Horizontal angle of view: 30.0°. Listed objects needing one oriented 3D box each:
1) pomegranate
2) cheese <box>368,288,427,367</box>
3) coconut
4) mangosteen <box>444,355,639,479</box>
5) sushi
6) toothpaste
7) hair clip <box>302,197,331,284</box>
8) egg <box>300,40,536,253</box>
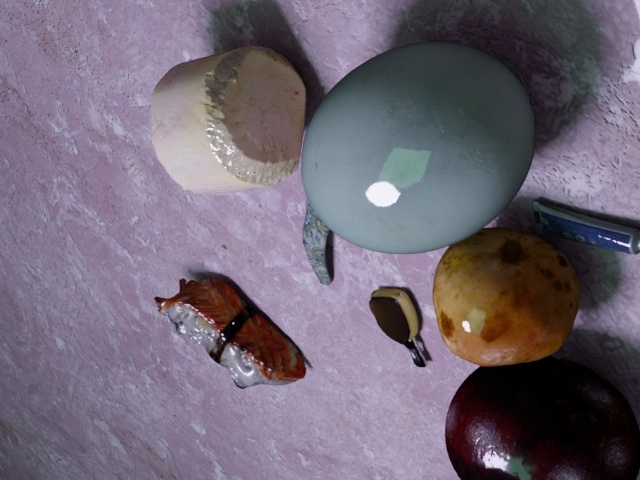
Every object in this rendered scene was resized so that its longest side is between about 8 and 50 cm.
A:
[{"bbox_3d":[0.264,0.090,1.737,0.215,0.215,0.215,29,142,26],"label":"pomegranate"},{"bbox_3d":[0.147,0.156,2.089,0.086,0.036,0.162,-2,122,46],"label":"cheese"},{"bbox_3d":[-0.150,-0.187,1.912,0.244,0.239,0.239,-8,117,53],"label":"coconut"},{"bbox_3d":[0.328,0.315,1.815,0.297,0.293,0.297,33,156,17],"label":"mangosteen"},{"bbox_3d":[-0.180,0.190,2.410,0.332,0.124,0.130,43,138,4],"label":"sushi"},{"bbox_3d":[0.378,-0.013,1.665,0.197,0.035,0.057,17,130,42],"label":"toothpaste"},{"bbox_3d":[-0.002,0.001,2.103,0.066,0.036,0.229,34,144,32],"label":"hair clip"},{"bbox_3d":[0.128,-0.122,1.620,0.276,0.276,0.389,53,148,-7],"label":"egg"}]
